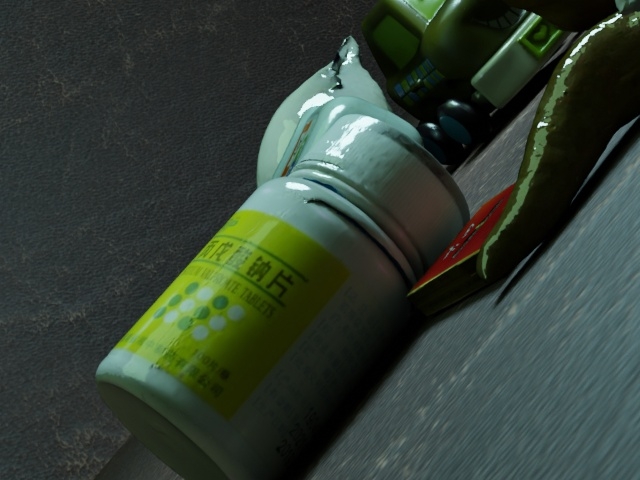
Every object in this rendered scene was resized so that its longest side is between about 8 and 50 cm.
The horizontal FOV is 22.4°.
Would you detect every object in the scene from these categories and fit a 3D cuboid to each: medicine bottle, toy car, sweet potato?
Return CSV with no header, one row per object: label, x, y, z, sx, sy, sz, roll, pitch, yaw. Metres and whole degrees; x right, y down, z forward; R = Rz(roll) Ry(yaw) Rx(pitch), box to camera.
medicine bottle,-0.020,0.045,1.099,0.258,0.143,0.143,-48,3,-21
toy car,0.139,-0.219,1.685,0.204,0.198,0.248,-48,4,-18
sweet potato,0.158,-0.075,0.944,0.249,0.059,0.069,-53,16,-10

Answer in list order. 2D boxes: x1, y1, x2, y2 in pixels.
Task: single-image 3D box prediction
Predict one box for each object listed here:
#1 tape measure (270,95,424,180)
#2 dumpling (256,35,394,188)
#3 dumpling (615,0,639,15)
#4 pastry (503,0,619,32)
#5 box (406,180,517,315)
tape measure,0.000,0.000,1.464,0.243,0.125,0.246,-65,10,-7
dumpling,0.030,-0.062,1.699,0.243,0.175,0.227,-51,-24,-19
dumpling,0.214,-0.148,0.700,0.188,0.108,0.127,-35,26,-14
pastry,0.188,-0.335,1.416,0.164,0.356,0.356,-39,7,31
box,0.108,-0.002,1.009,0.090,0.023,0.133,-47,3,-21
